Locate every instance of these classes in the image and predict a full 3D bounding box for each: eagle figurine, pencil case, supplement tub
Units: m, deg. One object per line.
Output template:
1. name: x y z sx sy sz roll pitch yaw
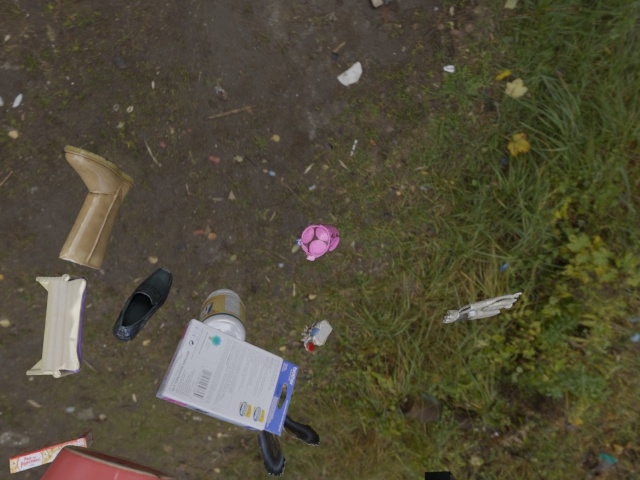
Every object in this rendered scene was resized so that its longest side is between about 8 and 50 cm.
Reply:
1. eagle figurine: -0.181 0.808 1.788 0.226 0.298 0.225 -45 164 18
2. pencil case: 0.000 0.000 1.208 0.095 0.209 0.098 7 94 12
3. supplement tub: -0.313 0.256 1.344 0.145 0.199 0.144 -4 113 -9

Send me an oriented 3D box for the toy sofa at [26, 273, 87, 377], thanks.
1. toy sofa: -0.934 0.308 1.549 0.177 0.150 0.362 0 81 -5

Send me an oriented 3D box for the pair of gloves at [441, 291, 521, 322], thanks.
1. pair of gloves: 0.523 0.224 1.391 0.204 0.042 0.240 -6 158 -11

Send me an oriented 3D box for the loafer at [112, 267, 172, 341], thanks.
1. loafer: -0.438 0.150 1.058 0.076 0.223 0.078 29 134 -8

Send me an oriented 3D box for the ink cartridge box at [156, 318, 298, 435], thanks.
1. ink cartridge box: -0.215 0.341 1.032 0.311 0.185 0.065 29 143 -20

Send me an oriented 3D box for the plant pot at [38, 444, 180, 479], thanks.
1. plant pot: -0.355 0.464 0.634 0.275 0.243 0.274 13 152 7

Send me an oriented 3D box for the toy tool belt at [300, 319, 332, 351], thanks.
1. toy tool belt: -0.016 0.209 0.920 0.083 0.051 0.052 -45 113 -35

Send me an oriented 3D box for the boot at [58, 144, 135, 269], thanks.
1. boot: -0.594 -0.075 1.071 0.236 0.089 0.269 49 57 -69

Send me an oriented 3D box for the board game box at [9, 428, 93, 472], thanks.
1. board game box: -0.819 0.645 1.295 0.194 0.147 0.045 -9 79 -24

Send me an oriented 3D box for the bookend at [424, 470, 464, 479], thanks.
1. bookend: 0.252 0.549 0.879 0.073 0.157 0.156 -15 122 24
